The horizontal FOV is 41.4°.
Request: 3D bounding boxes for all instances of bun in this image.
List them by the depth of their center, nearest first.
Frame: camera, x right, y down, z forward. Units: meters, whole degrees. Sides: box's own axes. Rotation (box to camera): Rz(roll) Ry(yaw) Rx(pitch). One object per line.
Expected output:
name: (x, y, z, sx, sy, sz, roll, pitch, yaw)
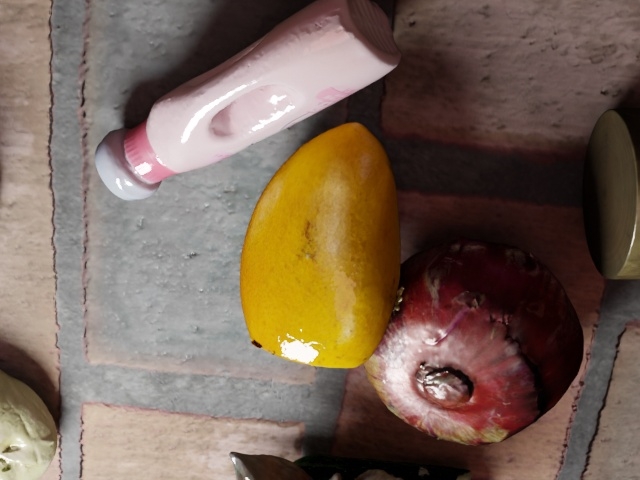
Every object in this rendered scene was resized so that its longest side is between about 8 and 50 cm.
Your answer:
bun: (-0.456, 0.248, 1.053, 0.237, 0.116, 0.210, -11, 112, 5)

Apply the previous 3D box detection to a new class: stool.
stool: (0.427, -0.050, 0.874, 0.264, 0.179, 0.179, -1, 114, 1)

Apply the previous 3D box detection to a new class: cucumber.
cucumber: (0.077, 0.321, 1.099, 0.241, 0.074, 0.074, 6, 114, 1)

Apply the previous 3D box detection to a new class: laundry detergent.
laundry detergent: (-0.086, -0.138, 0.861, 0.335, 0.159, 0.088, -25, 84, 23)

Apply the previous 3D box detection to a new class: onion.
onion: (0.164, 0.117, 0.946, 0.246, 0.190, 0.246, 9, 121, 16)

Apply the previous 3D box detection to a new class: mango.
mango: (0.000, 0.000, 0.914, 0.138, 0.187, 0.257, 2, 96, -38)

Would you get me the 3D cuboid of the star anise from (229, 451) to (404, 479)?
star anise: (0.012, 0.349, 1.020, 0.315, 0.108, 0.315, 11, 135, 11)
